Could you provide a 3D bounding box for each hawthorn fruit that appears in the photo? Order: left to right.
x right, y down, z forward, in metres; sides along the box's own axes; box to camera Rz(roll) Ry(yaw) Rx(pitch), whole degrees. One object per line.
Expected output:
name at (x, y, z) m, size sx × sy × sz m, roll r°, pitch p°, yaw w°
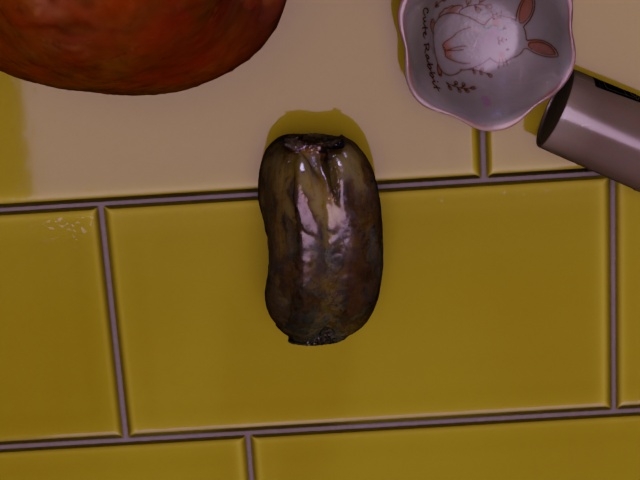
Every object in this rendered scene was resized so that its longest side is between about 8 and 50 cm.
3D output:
hawthorn fruit at (-0.255, -0.373, 1.413) m, size 0.471 × 0.472 × 0.472 m, roll 0°, pitch 105°, yaw 0°

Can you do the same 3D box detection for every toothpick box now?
toothpick box at (0.373, -0.130, 1.638) m, size 0.180 × 0.111 × 0.111 m, roll 22°, pitch 104°, yaw -4°

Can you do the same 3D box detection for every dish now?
dish at (0.199, -0.252, 1.622) m, size 0.229 × 0.081 × 0.229 m, roll -1°, pitch 104°, yaw -3°

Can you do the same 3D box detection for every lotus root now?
lotus root at (0.000, 0.000, 1.651) m, size 0.152 × 0.160 × 0.275 m, roll -6°, pitch 108°, yaw -23°
